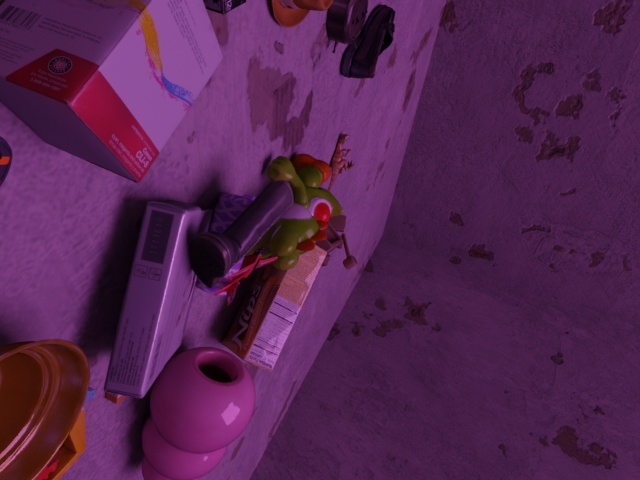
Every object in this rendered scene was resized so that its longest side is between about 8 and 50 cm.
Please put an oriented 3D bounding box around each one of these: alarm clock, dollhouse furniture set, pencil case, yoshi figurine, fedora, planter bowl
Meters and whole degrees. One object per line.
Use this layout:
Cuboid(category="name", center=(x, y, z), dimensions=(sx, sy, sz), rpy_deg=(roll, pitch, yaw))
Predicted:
Cuboid(category="alarm clock", center=(0.067, -0.539, 1.040), dimensions=(0.192, 0.064, 0.129), rpy_deg=(92, 24, -47))
Cuboid(category="dollhouse furniture set", center=(0.000, 0.000, 1.503), dimensions=(0.123, 0.143, 0.151), rpy_deg=(105, -6, -70))
Cuboid(category="pencil case", center=(-0.182, 0.004, 0.887), dimensions=(0.088, 0.086, 0.206), rpy_deg=(-57, 169, -78))
Cuboid(category="yoshi figurine", center=(-0.091, -0.067, 1.047), dimensions=(0.202, 0.204, 0.362), rpy_deg=(-30, -159, 26))
Cuboid(category="fedora", center=(-0.016, -0.461, 0.795), dimensions=(0.194, 0.079, 0.194), rpy_deg=(-59, 163, -30))
Cuboid(category="planter bowl", center=(-0.360, 0.186, 0.473), dimensions=(0.217, 0.090, 0.217), rpy_deg=(22, 90, -77))

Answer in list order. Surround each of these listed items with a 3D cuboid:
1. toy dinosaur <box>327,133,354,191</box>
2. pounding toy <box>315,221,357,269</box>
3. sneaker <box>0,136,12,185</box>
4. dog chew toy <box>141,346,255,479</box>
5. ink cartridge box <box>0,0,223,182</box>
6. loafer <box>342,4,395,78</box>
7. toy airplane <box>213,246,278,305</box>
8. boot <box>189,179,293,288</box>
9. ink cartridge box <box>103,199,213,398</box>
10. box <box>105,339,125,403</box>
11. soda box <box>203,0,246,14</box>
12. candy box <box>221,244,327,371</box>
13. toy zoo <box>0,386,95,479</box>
Cuboid(category="toy dinosaur", center=(0.053, -0.239, 1.482), dimensions=(0.112, 0.064, 0.212), rpy_deg=(9, 94, -58))
Cuboid(category="pounding toy", center=(0.014, 0.016, 1.376), dimensions=(0.094, 0.206, 0.181), rpy_deg=(-39, 176, 20))
Cuboid(category="sneaker", center=(-0.282, -0.124, 0.275), dimensions=(0.321, 0.124, 0.180), rpy_deg=(-60, 172, 13))
Cuboid(category="dog chew toy", center=(-0.267, 0.386, 0.938), dimensions=(0.332, 0.206, 0.206), rpy_deg=(-64, 168, 18))
Cuboid(category="ink cartridge box", center=(-0.201, -0.175, 0.435), dimensions=(0.176, 0.128, 0.127), rpy_deg=(-63, 166, -18))
Cuboid(category="loafer", center=(0.160, -0.552, 1.286), dimensions=(0.303, 0.095, 0.109), rpy_deg=(-60, 165, -29))
Cuboid(category="toy airplane", center=(-0.142, 0.062, 0.838), dimensions=(0.151, 0.028, 0.151), rpy_deg=(-42, 166, -13))
Cuboid(category="boot", center=(-0.116, -0.025, 0.747), dimensions=(0.208, 0.076, 0.189), rpy_deg=(-42, -177, -26))
Cuboid(category="ink cartridge box", center=(-0.249, 0.073, 0.737), dimensions=(0.239, 0.060, 0.275), rpy_deg=(-135, -120, -82))
Cuboid(category="box", center=(-0.321, 0.201, 0.780), dimensions=(0.081, 0.028, 0.136), rpy_deg=(-36, 147, -65))
Cuboid(category="soda box", center=(-0.128, -0.376, 0.555), dimensions=(0.169, 0.053, 0.060), rpy_deg=(98, 19, -46))
Cuboid(category="candy box", center=(-0.120, 0.147, 1.147), dimensions=(0.182, 0.087, 0.317), rpy_deg=(0, -117, 62))
Cuboid(category="toy zoo", center=(-0.411, 0.307, 0.593), dimensions=(0.293, 0.030, 0.193), rpy_deg=(-51, 159, -49))
